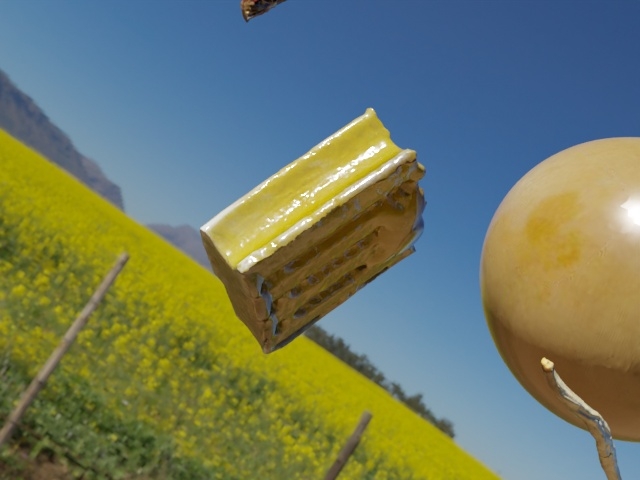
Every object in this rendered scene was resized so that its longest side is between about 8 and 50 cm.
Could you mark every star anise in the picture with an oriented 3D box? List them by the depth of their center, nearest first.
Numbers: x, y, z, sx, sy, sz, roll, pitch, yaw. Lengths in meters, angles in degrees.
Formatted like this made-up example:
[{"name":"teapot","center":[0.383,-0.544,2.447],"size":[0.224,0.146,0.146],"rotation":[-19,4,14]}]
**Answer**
[{"name":"star anise","center":[-0.081,-0.455,1.538],"size":[0.097,0.191,0.070],"rotation":[-25,82,-51]}]

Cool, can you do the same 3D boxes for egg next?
[{"name":"egg","center":[0.317,0.041,0.916],"size":[0.301,0.301,0.374],"rotation":[36,19,-15]}]

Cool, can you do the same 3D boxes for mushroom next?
[{"name":"mushroom","center":[0.206,0.156,0.615],"size":[0.286,0.028,0.026],"rotation":[44,-1,-38]}]

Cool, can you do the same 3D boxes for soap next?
[{"name":"soap","center":[0.000,0.000,1.181],"size":[0.143,0.281,0.259],"rotation":[45,-19,27]}]
